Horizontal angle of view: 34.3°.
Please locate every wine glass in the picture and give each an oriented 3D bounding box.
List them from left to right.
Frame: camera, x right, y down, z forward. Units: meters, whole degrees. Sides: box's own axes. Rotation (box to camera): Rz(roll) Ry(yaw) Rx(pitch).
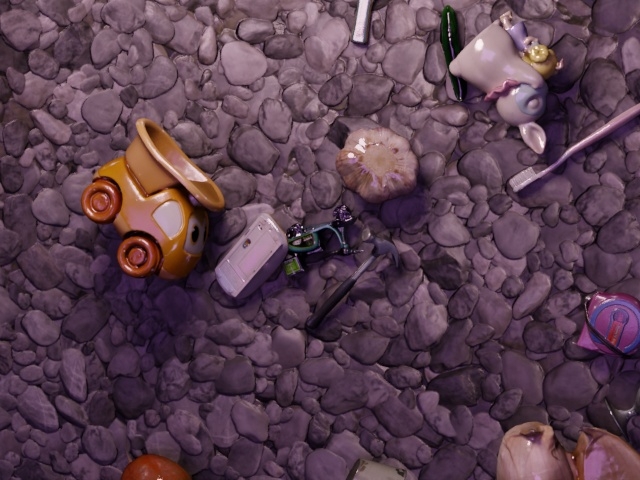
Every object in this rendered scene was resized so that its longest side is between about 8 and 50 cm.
[{"bbox_3d":[0.625,0.281,1.878,0.202,0.093,0.093,-29,87,12],"label":"wine glass"}]

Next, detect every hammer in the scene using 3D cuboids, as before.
[{"bbox_3d":[0.058,0.086,2.005,0.103,0.029,0.246,25,116,-32],"label":"hammer"}]

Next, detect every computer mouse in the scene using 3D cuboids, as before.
[{"bbox_3d":[-0.133,0.031,2.033,0.102,0.045,0.199,51,123,16],"label":"computer mouse"}]

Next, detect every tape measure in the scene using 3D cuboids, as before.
[{"bbox_3d":[0.536,0.152,1.899,0.125,0.074,0.118,20,103,15],"label":"tape measure"}]

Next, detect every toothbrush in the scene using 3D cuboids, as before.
[{"bbox_3d":[0.483,-0.181,1.912,0.307,0.025,0.030,-33,78,13],"label":"toothbrush"}]

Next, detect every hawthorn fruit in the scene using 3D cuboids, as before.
[{"bbox_3d":[-0.348,0.499,2.077,0.189,0.149,0.149,24,98,9],"label":"hawthorn fruit"}]

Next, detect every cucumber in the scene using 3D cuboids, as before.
[{"bbox_3d":[0.249,-0.351,1.949,0.036,0.033,0.184,-9,92,38],"label":"cucumber"}]

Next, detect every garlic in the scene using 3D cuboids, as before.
[{"bbox_3d":[0.107,-0.141,1.959,0.159,0.102,0.147,13,82,0],"label":"garlic"},{"bbox_3d":[0.460,0.477,1.869,0.286,0.249,0.313,-25,68,28],"label":"garlic"}]

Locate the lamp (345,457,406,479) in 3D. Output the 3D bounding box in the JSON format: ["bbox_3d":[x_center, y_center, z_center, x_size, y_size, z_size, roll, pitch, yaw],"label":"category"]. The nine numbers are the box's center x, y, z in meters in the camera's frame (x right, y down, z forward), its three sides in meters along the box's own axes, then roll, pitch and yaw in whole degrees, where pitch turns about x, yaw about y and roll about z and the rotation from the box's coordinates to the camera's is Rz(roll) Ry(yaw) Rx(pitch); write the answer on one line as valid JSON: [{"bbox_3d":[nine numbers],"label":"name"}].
[{"bbox_3d":[0.150,0.501,1.982,0.214,0.121,0.121,31,99,0],"label":"lamp"}]

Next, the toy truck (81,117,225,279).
[{"bbox_3d":[-0.321,-0.068,2.002,0.211,0.204,0.288,-39,84,9],"label":"toy truck"}]

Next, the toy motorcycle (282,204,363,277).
[{"bbox_3d":[0.000,0.000,2.013,0.173,0.058,0.100,-22,96,14],"label":"toy motorcycle"}]

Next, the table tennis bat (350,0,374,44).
[{"bbox_3d":[0.095,-0.511,1.977,0.154,0.021,0.274,11,94,11],"label":"table tennis bat"}]

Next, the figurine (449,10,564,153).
[{"bbox_3d":[0.366,-0.282,1.886,0.155,0.127,0.235,-41,88,-3],"label":"figurine"}]
